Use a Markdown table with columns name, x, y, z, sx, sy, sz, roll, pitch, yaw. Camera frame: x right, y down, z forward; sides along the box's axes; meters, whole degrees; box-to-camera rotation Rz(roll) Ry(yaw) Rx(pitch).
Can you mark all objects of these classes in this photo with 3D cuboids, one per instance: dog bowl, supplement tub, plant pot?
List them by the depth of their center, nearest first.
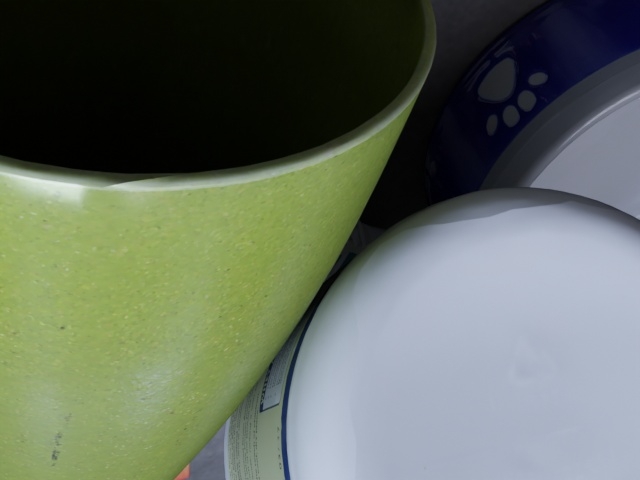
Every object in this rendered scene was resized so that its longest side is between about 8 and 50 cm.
| name | x | y | z | sx | sy | sz | roll | pitch | yaw |
| --- | --- | --- | --- | --- | --- | --- | --- | --- | --- |
| plant pot | -0.114 | -0.004 | 0.609 | 0.275 | 0.274 | 0.293 | -6 | 135 | -23 |
| supplement tub | 0.072 | 0.117 | 0.712 | 0.235 | 0.235 | 0.325 | -14 | 172 | -15 |
| dog bowl | 0.209 | -0.049 | 0.869 | 0.265 | 0.104 | 0.265 | -15 | 138 | -14 |

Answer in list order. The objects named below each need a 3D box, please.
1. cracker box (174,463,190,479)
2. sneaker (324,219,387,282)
| name | x | y | z | sx | sy | sz | roll | pitch | yaw |
| --- | --- | --- | --- | --- | --- | --- | --- | --- | --- |
| cracker box | -0.169 | 0.089 | 0.845 | 0.156 | 0.067 | 0.232 | -12 | 138 | -17 |
| sneaker | 0.000 | 0.000 | 0.846 | 0.161 | 0.057 | 0.075 | 2 | 138 | -26 |
